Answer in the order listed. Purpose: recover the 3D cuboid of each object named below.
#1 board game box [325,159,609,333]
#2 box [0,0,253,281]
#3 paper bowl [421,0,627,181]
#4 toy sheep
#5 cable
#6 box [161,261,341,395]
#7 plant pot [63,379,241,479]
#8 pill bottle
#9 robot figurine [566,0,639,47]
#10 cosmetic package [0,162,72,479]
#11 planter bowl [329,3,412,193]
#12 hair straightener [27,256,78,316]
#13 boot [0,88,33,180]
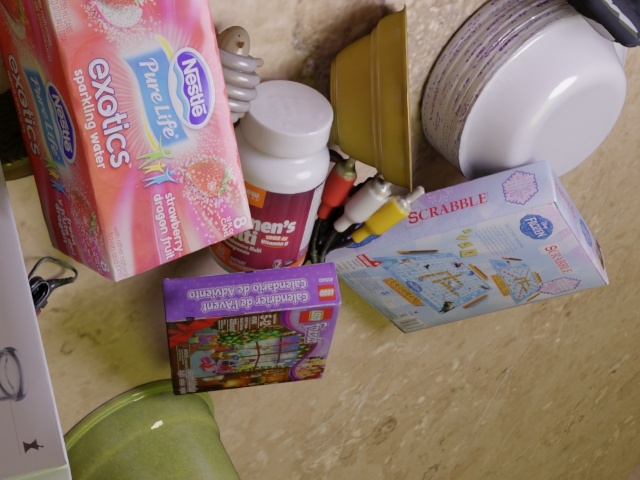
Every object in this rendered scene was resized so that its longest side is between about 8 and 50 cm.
[{"bbox_3d":[0.205,0.020,1.798,0.318,0.065,0.319,-15,154,18],"label":"board game box"},{"bbox_3d":[-0.179,-0.135,1.165,0.154,0.142,0.299,-22,115,-29],"label":"box"},{"bbox_3d":[0.282,-0.186,1.703,0.284,0.148,0.284,-27,146,-20],"label":"paper bowl"},{"bbox_3d":[-0.106,-0.163,1.376,0.091,0.091,0.132,4,108,-49],"label":"toy sheep"},{"bbox_3d":[0.000,0.000,1.646,0.287,0.139,0.072,-55,-169,25],"label":"cable"},{"bbox_3d":[-0.088,0.114,1.603,0.201,0.057,0.293,-6,158,-7],"label":"box"},{"bbox_3d":[-0.198,0.373,1.755,0.276,0.254,0.276,-28,146,-22],"label":"plant pot"},{"bbox_3d":[-0.057,-0.067,1.506,0.121,0.121,0.221,-19,141,-32],"label":"pill bottle"},{"bbox_3d":[0.349,-0.341,1.518,0.278,0.209,0.173,36,102,-35],"label":"robot figurine"},{"bbox_3d":[-0.372,0.084,1.052,0.284,0.377,0.097,-11,140,-15],"label":"cosmetic package"},{"bbox_3d":[0.058,-0.161,1.504,0.090,0.217,0.217,-1,143,5],"label":"planter bowl"},{"bbox_3d":[-0.327,0.092,1.398,0.230,0.047,0.089,-52,171,-43],"label":"hair straightener"},{"bbox_3d":[-0.238,-0.056,1.360,0.236,0.089,0.269,-29,147,-19],"label":"boot"}]
